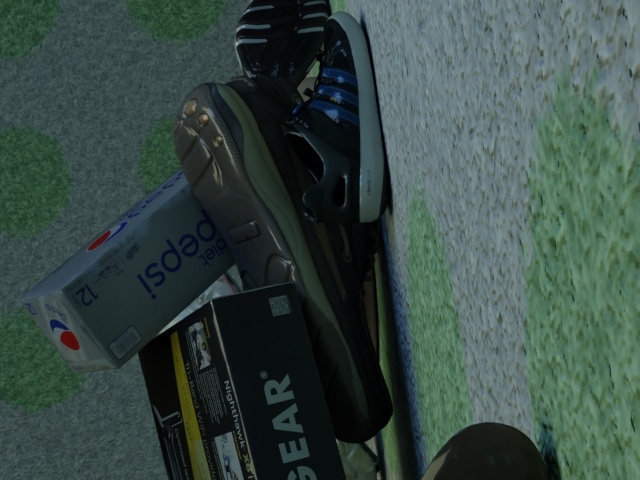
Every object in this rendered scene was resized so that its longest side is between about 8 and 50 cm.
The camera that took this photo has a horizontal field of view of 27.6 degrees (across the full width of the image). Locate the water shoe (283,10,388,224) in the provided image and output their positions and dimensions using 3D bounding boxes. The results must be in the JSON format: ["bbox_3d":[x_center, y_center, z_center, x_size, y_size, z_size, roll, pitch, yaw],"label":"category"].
[{"bbox_3d":[0.007,-0.109,1.112,0.073,0.080,0.203,92,171,-63],"label":"water shoe"}]

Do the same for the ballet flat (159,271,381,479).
[{"bbox_3d":[-0.096,0.148,1.468,0.409,0.147,0.147,50,168,13],"label":"ballet flat"}]

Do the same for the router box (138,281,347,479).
[{"bbox_3d":[-0.061,0.213,1.148,0.243,0.081,0.309,-32,71,63],"label":"router box"}]

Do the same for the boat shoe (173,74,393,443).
[{"bbox_3d":[-0.004,0.010,1.182,0.132,0.130,0.355,-8,107,59],"label":"boat shoe"}]

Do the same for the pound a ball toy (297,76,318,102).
[{"bbox_3d":[-0.047,-0.056,1.713,0.208,0.136,0.319,-111,15,-78],"label":"pound a ball toy"}]

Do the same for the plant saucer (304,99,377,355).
[{"bbox_3d":[0.000,0.000,1.446,0.332,0.084,0.332,173,90,-87],"label":"plant saucer"}]

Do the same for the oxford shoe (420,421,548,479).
[{"bbox_3d":[0.078,0.180,0.609,0.076,0.076,0.212,-15,-66,-53],"label":"oxford shoe"}]

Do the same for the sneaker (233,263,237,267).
[{"bbox_3d":[-0.100,-0.007,1.567,0.235,0.095,0.090,129,141,-74],"label":"sneaker"}]

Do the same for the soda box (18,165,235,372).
[{"bbox_3d":[-0.139,0.002,1.232,0.098,0.286,0.091,-13,116,54],"label":"soda box"}]

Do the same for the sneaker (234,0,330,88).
[{"bbox_3d":[-0.032,-0.236,1.548,0.162,0.106,0.281,80,-169,-50],"label":"sneaker"}]
